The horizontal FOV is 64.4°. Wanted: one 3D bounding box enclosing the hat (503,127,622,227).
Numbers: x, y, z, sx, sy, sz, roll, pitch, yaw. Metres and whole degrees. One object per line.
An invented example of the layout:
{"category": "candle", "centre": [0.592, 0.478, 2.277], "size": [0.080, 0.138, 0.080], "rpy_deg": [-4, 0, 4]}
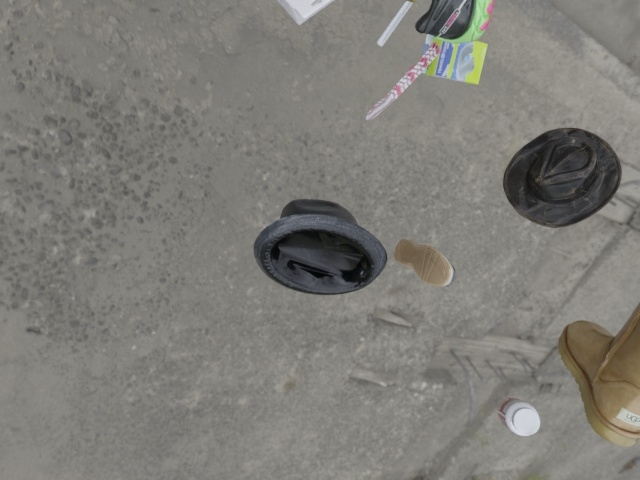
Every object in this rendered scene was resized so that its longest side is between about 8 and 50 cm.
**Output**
{"category": "hat", "centre": [0.712, -0.205, 1.496], "size": [0.331, 0.331, 0.134], "rpy_deg": [-41, 157, 7]}

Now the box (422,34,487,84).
{"category": "box", "centre": [0.349, -0.477, 1.330], "size": [0.178, 0.042, 0.109], "rpy_deg": [0, 109, -29]}

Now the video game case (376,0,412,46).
{"category": "video game case", "centre": [0.269, -0.733, 1.583], "size": [0.026, 0.206, 0.227], "rpy_deg": [35, 134, -8]}

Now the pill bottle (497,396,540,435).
{"category": "pill bottle", "centre": [0.528, 0.469, 1.349], "size": [0.086, 0.086, 0.152], "rpy_deg": [-34, 168, 1]}

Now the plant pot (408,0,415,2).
{"category": "plant pot", "centre": [0.211, -0.761, 1.275], "size": [0.187, 0.212, 0.212], "rpy_deg": [-42, 122, 11]}

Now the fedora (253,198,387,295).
{"category": "fedora", "centre": [0.000, 0.000, 1.262], "size": [0.334, 0.152, 0.334], "rpy_deg": [0, 141, 0]}

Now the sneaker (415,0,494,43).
{"category": "sneaker", "centre": [0.257, -0.652, 1.029], "size": [0.202, 0.185, 0.482], "rpy_deg": [2, 116, 16]}

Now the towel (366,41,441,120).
{"category": "towel", "centre": [0.190, -0.371, 1.196], "size": [0.029, 0.144, 0.197], "rpy_deg": [44, 71, -7]}

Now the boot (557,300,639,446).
{"category": "boot", "centre": [0.420, 0.093, 0.644], "size": [0.089, 0.236, 0.269], "rpy_deg": [16, 118, 1]}

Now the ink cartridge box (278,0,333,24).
{"category": "ink cartridge box", "centre": [-0.041, -0.547, 1.103], "size": [0.104, 0.180, 0.060], "rpy_deg": [-36, 163, -1]}

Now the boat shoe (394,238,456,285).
{"category": "boat shoe", "centre": [0.324, 0.066, 1.517], "size": [0.092, 0.285, 0.102], "rpy_deg": [13, 97, -25]}
